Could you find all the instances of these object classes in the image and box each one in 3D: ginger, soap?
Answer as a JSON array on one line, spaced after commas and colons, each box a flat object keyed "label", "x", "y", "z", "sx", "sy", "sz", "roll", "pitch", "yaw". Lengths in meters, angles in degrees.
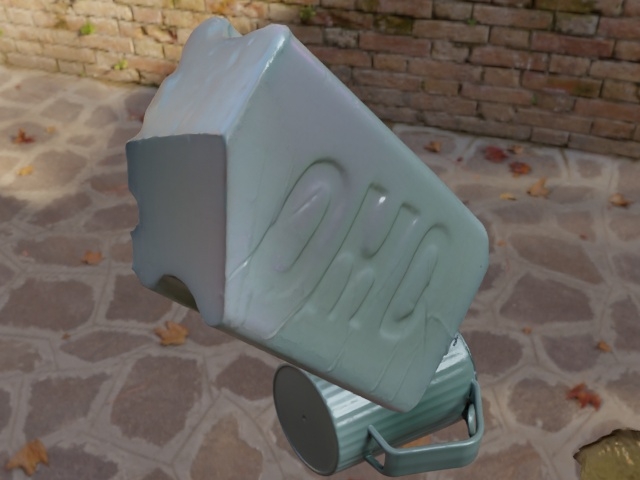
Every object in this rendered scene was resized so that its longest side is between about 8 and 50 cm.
[{"label": "ginger", "x": 0.378, "y": 0.263, "z": 0.759, "sx": 0.123, "sy": 0.193, "sz": 0.115, "roll": 5, "pitch": 64, "yaw": -10}, {"label": "soap", "x": 0.000, "y": 0.000, "z": 0.505, "sx": 0.095, "sy": 0.289, "sz": 0.172, "roll": 21, "pitch": 80, "yaw": 45}]

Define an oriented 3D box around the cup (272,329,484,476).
[{"label": "cup", "x": 0.146, "y": 0.330, "z": 1.564, "sx": 0.392, "sy": 0.310, "sz": 0.401, "roll": -18, "pitch": 9, "yaw": -31}]
